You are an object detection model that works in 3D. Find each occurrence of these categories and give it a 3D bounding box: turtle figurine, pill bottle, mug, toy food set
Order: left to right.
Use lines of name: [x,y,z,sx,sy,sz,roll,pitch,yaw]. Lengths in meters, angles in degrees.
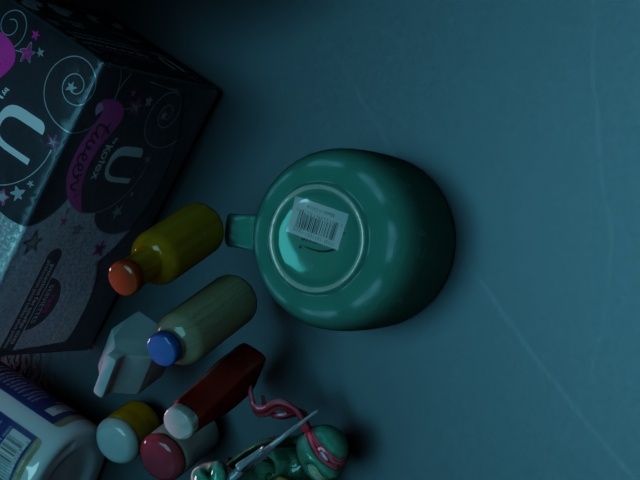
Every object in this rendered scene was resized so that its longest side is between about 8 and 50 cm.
pill bottle: [-0.264,0.150,1.123,0.169,0.094,0.094,29,101,24]
toy food set: [-0.117,0.098,1.009,0.111,0.104,0.232,34,124,13]
turtle figurine: [-0.041,0.206,1.004,0.175,0.118,0.234,37,111,-20]
mug: [0.007,0.006,0.989,0.157,0.097,0.130,-31,76,22]

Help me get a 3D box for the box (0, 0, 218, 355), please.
box: [-0.217,-0.048,1.065,0.142,0.163,0.247,33,103,24]
